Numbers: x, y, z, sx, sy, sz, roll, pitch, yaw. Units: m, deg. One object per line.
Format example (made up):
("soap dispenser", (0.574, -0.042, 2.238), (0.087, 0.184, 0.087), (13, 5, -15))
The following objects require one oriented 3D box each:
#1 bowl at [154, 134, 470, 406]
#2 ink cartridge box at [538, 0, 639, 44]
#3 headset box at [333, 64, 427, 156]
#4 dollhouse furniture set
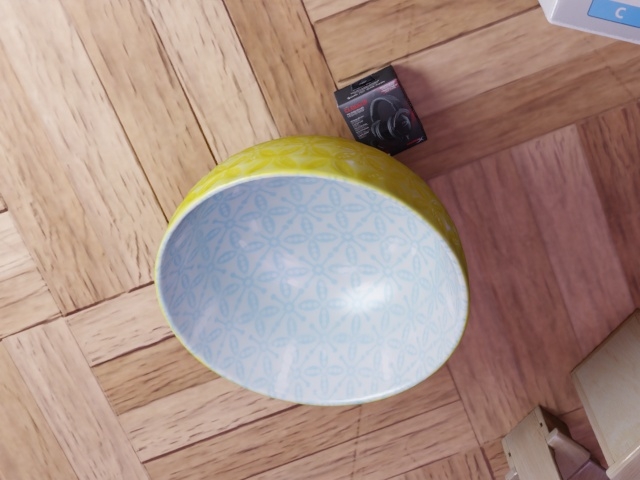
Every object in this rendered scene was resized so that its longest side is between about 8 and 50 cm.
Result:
("bowl", (0.000, 0.000, 1.796), (0.289, 0.156, 0.289), (5, 132, 5))
("ink cartridge box", (0.376, -0.291, 1.747), (0.296, 0.066, 0.261), (11, 119, -15))
("headset box", (0.055, -0.120, 1.820), (0.062, 0.032, 0.083), (-25, 123, 7))
("dollhouse furniture set", (0.423, 0.251, 2.021), (0.355, 0.174, 0.303), (36, 110, -25))
